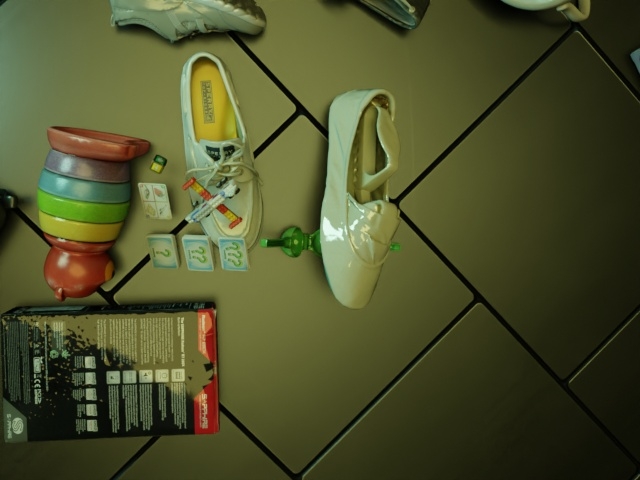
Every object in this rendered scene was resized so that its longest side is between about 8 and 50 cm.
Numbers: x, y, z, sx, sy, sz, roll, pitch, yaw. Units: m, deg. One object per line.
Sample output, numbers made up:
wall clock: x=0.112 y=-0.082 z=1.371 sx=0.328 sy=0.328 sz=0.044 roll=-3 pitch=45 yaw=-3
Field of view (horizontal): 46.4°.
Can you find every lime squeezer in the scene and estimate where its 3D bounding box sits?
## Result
lime squeezer: x=0.000 y=0.000 z=1.366 sx=0.310 sy=0.110 sz=0.058 roll=3 pitch=76 yaw=-37

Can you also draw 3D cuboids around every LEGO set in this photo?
LEGO set: x=-0.222 y=-0.032 z=1.276 sx=0.183 sy=0.060 sz=0.244 roll=3 pitch=129 yaw=6

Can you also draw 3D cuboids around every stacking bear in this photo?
stacking bear: x=-0.405 y=-0.040 z=1.287 sx=0.164 sy=0.175 sz=0.289 roll=10 pitch=100 yaw=-5

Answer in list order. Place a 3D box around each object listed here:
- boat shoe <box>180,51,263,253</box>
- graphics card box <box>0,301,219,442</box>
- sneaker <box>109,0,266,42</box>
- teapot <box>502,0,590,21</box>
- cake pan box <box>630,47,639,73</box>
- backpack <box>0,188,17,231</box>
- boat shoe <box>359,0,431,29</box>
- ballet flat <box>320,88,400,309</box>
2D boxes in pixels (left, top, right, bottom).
boat shoe: x=-0.172 y=-0.150 z=1.301 sx=0.136 sy=0.156 sz=0.367 roll=-7 pitch=95 yaw=-6
graphics card box: x=-0.369 y=0.232 z=1.336 sx=0.371 sy=0.094 sz=0.232 roll=-2 pitch=94 yaw=-8
sneaker: x=-0.236 y=-0.404 z=1.324 sx=0.281 sy=0.105 sz=0.115 roll=11 pitch=126 yaw=-11
teapot: x=0.406 y=-0.545 z=1.333 sx=0.253 sy=0.256 sz=0.187 roll=28 pitch=46 yaw=12
cake pan box: x=0.767 y=-0.317 z=1.450 sx=0.246 sy=0.070 sz=0.266 roll=-29 pitch=96 yaw=-6
backpack: x=-0.699 y=-0.024 z=1.231 sx=0.263 sy=0.213 sz=0.276 roll=33 pitch=92 yaw=3
boat shoe: x=0.056 y=-0.478 z=1.330 sx=0.306 sy=0.113 sz=0.105 roll=28 pitch=76 yaw=-17
ballet flat: x=0.078 y=-0.085 z=1.292 sx=0.139 sy=0.139 sz=0.400 roll=3 pitch=76 yaw=-7
